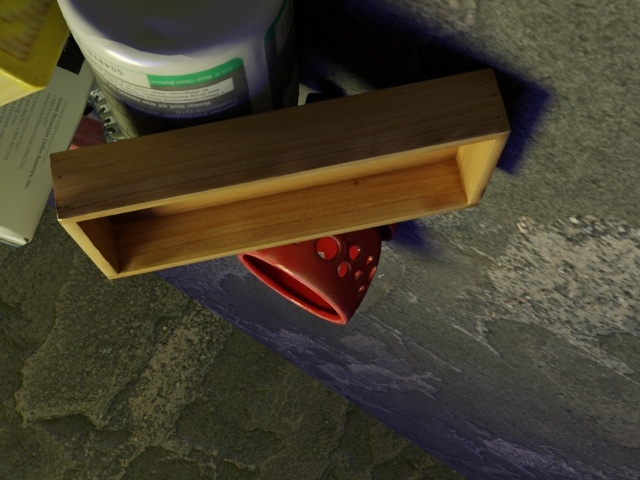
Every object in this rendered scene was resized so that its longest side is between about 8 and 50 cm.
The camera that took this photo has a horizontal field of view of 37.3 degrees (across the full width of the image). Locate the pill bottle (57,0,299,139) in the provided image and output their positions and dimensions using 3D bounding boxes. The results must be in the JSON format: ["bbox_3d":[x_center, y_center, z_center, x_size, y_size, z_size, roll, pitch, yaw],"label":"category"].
[{"bbox_3d":[-0.125,-0.184,0.958,0.204,0.204,0.361,30,165,9],"label":"pill bottle"}]

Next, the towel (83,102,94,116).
[{"bbox_3d":[-0.586,-0.264,1.683,0.317,0.053,0.332,25,155,-24],"label":"towel"}]

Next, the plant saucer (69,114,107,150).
[{"bbox_3d":[-0.360,-0.138,1.598,0.332,0.084,0.332,22,175,2],"label":"plant saucer"}]

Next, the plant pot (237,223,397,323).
[{"bbox_3d":[0.000,0.000,1.365,0.191,0.174,0.191,29,165,8],"label":"plant pot"}]

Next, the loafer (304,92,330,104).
[{"bbox_3d":[0.035,-0.123,1.144,0.061,0.062,0.170,-3,152,28],"label":"loafer"}]

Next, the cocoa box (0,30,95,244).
[{"bbox_3d":[-0.414,-0.189,1.176,0.231,0.347,0.228,21,170,-19],"label":"cocoa box"}]

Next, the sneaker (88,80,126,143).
[{"bbox_3d":[-0.304,-0.202,1.430,0.300,0.121,0.111,30,165,8],"label":"sneaker"}]

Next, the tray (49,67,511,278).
[{"bbox_3d":[-0.035,-0.060,0.944,0.410,0.076,0.203,-11,163,-2],"label":"tray"}]

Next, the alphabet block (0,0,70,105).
[{"bbox_3d":[-0.352,-0.255,0.926,0.193,0.192,0.197,26,164,-33],"label":"alphabet block"}]
